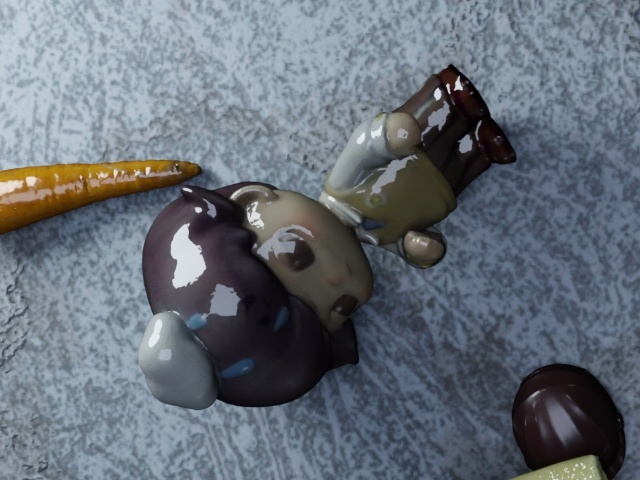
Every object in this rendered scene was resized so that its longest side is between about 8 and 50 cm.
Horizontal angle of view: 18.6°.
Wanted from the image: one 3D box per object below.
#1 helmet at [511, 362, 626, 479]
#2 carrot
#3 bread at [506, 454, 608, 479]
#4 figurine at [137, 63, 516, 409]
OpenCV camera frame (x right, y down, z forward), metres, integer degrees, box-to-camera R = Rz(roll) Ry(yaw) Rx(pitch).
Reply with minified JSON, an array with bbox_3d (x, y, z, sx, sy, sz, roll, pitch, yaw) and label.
[{"bbox_3d":[0.221,0.172,1.757,0.098,0.070,0.123,-28,84,13],"label":"helmet"},{"bbox_3d":[-0.240,-0.051,1.873,0.256,0.061,0.061,-12,89,12],"label":"carrot"},{"bbox_3d":[0.181,0.269,1.742,0.188,0.125,0.068,-20,47,13],"label":"bread"},{"bbox_3d":[0.013,0.012,1.743,0.365,0.218,0.206,-28,58,10],"label":"figurine"}]
